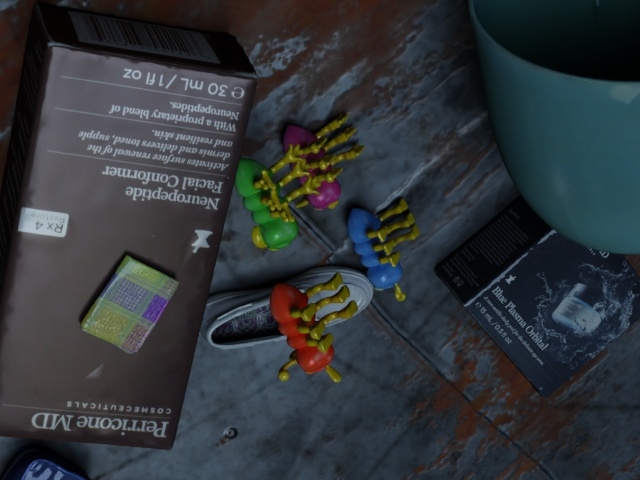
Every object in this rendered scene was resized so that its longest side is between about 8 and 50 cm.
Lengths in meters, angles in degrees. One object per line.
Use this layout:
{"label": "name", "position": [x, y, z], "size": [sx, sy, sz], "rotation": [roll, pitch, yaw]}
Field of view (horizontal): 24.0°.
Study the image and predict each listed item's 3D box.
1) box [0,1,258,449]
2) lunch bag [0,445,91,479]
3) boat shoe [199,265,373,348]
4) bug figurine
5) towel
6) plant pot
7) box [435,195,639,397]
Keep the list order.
{"label": "box", "position": [-0.199, -0.008, 1.384], "size": [0.191, 0.143, 0.381], "rotation": [7, 113, -19]}
{"label": "lunch bag", "position": [-0.271, 0.254, 1.518], "size": [0.098, 0.065, 0.067], "rotation": [36, 84, -25]}
{"label": "boat shoe", "position": [-0.032, 0.071, 1.505], "size": [0.184, 0.063, 0.066], "rotation": [-5, 114, -14]}
{"label": "bug figurine", "position": [0.000, 0.000, 1.417], "size": [0.072, 0.279, 0.216], "rotation": [-18, 103, 29]}
{"label": "towel", "position": [-0.170, 0.058, 1.339], "size": [0.060, 0.009, 0.083], "rotation": [28, 102, -24]}
{"label": "plant pot", "position": [0.288, -0.131, 1.393], "size": [0.293, 0.293, 0.235], "rotation": [-16, 129, -9]}
{"label": "box", "position": [0.232, 0.047, 1.553], "size": [0.158, 0.093, 0.156], "rotation": [-41, 117, 3]}
